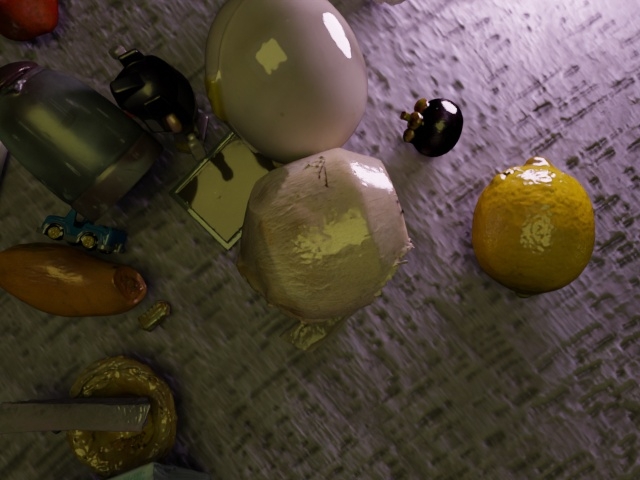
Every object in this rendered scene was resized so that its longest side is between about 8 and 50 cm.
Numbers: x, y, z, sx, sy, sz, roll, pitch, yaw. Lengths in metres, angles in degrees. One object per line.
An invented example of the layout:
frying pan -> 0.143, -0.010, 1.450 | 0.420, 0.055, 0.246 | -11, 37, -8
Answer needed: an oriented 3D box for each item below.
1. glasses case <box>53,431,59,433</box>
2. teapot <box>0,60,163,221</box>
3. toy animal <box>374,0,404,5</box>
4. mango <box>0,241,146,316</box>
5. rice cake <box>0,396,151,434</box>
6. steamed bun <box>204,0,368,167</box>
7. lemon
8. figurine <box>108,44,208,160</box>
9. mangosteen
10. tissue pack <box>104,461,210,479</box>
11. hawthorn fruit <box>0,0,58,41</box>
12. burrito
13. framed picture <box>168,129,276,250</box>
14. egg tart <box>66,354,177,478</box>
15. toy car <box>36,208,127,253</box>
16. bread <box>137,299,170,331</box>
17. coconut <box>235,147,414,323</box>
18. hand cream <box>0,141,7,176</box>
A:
glasses case -> -0.677, 0.448, 1.043 | 0.083, 0.023, 0.033 | 39, 95, 2
teapot -> -0.548, -0.231, 0.909 | 0.233, 0.315, 0.312 | -51, 118, -13
toy animal -> 0.168, -0.672, 0.966 | 0.127, 0.178, 0.193 | 2, 91, -2
mango -> -0.583, 0.098, 0.972 | 0.359, 0.187, 0.144 | 15, 45, 0
rice cake -> -0.543, 0.384, 0.918 | 0.365, 0.056, 0.072 | -3, 81, 3
steamed bun -> -0.065, -0.333, 0.872 | 0.334, 0.374, 0.334 | -16, 59, 28
lemon -> 0.466, -0.030, 0.926 | 0.245, 0.245, 0.320 | 4, 88, 1
figurine -> -0.348, -0.306, 0.920 | 0.308, 0.308, 0.143 | 34, 85, 1
mangosteen -> 0.259, -0.271, 0.985 | 0.151, 0.137, 0.137 | 17, 90, -6
tissue pack -> -0.465, 0.634, 0.903 | 0.388, 0.287, 0.162 | -22, 55, 0
hawthorn fruit -> -0.722, -0.571, 0.964 | 0.179, 0.200, 0.179 | 0, 91, -5
burrito -> 0.012, 0.197, 1.018 | 0.226, 0.060, 0.087 | -40, 84, 1
framed picture -> -0.214, -0.141, 1.046 | 0.274, 0.017, 0.217 | -44, 90, 0
egg tart -> -0.466, 0.413, 0.995 | 0.288, 0.118, 0.288 | 0, 91, 2
toy car -> -0.567, -0.028, 1.009 | 0.191, 0.097, 0.100 | 14, 83, 0
bread -> -0.412, 0.187, 1.037 | 0.088, 0.033, 0.049 | -45, 75, -4
coconut -> 0.000, 0.000, 0.880 | 0.360, 0.346, 0.346 | -20, 89, 6
hand cream -> -0.836, -0.236, 1.036 | 0.121, 0.076, 0.336 | 8, 83, -4
